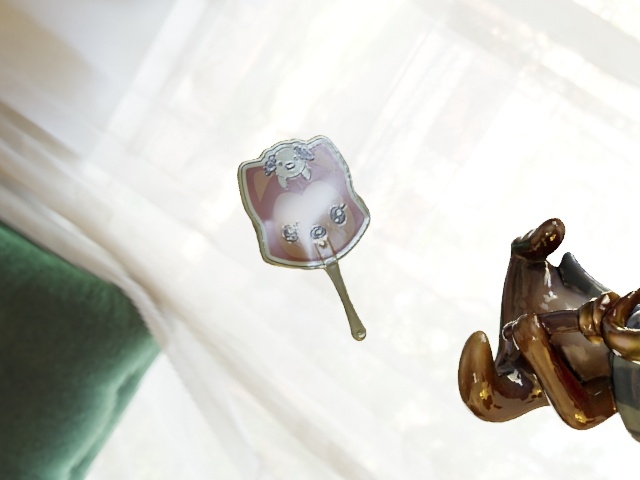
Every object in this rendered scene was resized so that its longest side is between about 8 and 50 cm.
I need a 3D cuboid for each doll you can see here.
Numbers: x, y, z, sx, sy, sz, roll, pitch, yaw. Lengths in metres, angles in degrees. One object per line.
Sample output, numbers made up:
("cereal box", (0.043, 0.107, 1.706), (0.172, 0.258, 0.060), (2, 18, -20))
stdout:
("doll", (0.301, 0.094, 1.132), (0.318, 0.340, 0.209), (-9, 108, -45))

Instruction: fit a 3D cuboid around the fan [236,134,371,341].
("fan", (0.000, 0.000, 1.208), (0.132, 0.220, 0.009), (-21, 176, -24))
